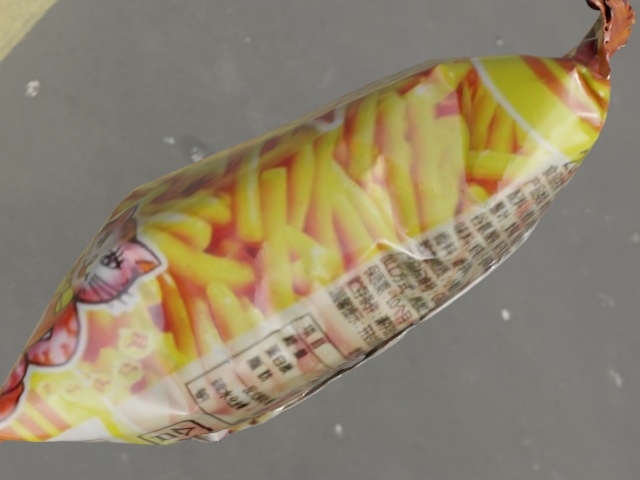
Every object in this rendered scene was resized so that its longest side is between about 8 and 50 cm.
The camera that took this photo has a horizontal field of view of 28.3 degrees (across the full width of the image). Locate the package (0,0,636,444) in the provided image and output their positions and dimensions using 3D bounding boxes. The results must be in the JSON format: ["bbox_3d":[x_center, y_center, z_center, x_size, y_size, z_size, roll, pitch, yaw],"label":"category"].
[{"bbox_3d":[0.001,-0.001,0.532,0.108,0.288,0.223,63,7,-6],"label":"package"}]
